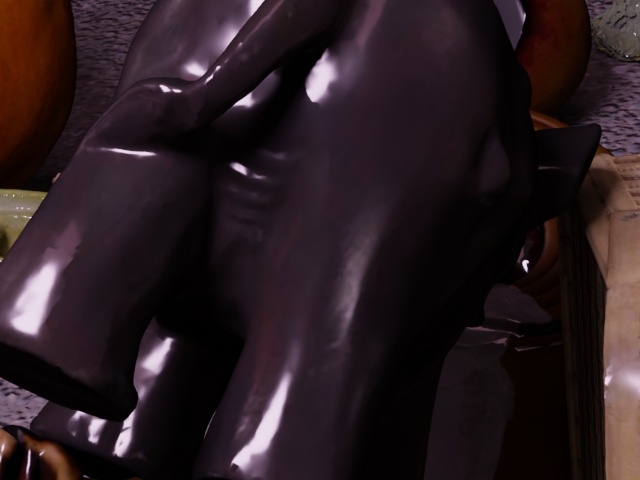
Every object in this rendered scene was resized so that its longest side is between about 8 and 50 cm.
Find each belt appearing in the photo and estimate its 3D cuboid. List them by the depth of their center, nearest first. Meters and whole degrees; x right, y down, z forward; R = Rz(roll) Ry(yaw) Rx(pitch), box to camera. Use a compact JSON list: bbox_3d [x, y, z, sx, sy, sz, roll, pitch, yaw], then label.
[{"bbox_3d":[0.087,0.025,1.147,0.217,0.122,0.339,-9,27,-5],"label":"belt"}]

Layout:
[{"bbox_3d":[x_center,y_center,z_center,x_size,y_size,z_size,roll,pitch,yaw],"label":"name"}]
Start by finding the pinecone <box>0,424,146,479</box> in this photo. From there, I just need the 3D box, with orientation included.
[{"bbox_3d":[-0.126,0.187,0.761,0.243,0.257,0.243,-15,12,3],"label":"pinecone"}]

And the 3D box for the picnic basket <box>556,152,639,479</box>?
[{"bbox_3d":[0.198,0.109,0.840,0.175,0.228,0.313,-6,27,0],"label":"picnic basket"}]

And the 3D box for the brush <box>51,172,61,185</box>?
[{"bbox_3d":[-0.041,-0.018,1.126,0.336,0.020,0.085,11,35,44],"label":"brush"}]

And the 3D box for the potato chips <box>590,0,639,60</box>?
[{"bbox_3d":[0.310,-0.235,1.548,0.059,0.228,0.167,41,41,-2],"label":"potato chips"}]

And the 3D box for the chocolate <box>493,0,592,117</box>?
[{"bbox_3d":[0.124,-0.145,1.450,0.176,0.177,0.177,-6,27,3],"label":"chocolate"}]

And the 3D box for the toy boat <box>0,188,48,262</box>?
[{"bbox_3d":[-0.160,0.017,1.236,0.276,0.084,0.111,2,27,-9],"label":"toy boat"}]

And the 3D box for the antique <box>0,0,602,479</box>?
[{"bbox_3d":[0.000,0.000,0.818,0.185,0.322,0.255,17,70,15],"label":"antique"}]

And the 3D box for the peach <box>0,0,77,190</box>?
[{"bbox_3d":[-0.342,-0.129,1.364,0.342,0.343,0.302,-29,77,-34],"label":"peach"}]
